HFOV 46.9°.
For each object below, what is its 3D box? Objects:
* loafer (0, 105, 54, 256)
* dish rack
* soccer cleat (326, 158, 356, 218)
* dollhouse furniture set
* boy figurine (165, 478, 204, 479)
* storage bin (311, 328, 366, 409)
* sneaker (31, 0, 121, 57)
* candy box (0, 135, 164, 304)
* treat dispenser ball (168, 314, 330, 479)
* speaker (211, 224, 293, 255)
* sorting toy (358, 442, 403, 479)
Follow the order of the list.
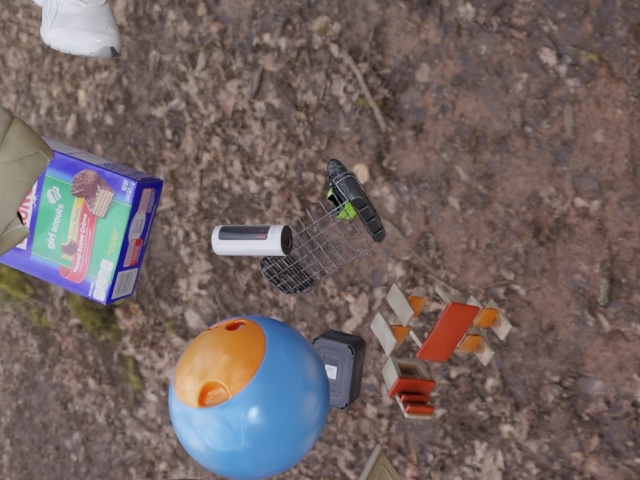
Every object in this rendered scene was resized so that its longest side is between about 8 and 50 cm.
[{"bbox_3d":[-0.369,-0.010,0.805,0.102,0.092,0.269,29,96,59],"label":"loafer"},{"bbox_3d":[0.000,0.000,1.539,0.271,0.208,0.074,-34,52,3],"label":"dish rack"},{"bbox_3d":[0.046,-0.139,1.936,0.060,0.072,0.179,-38,63,43],"label":"soccer cleat"},{"bbox_3d":[0.237,0.230,1.526,0.259,0.261,0.135,-64,32,27],"label":"dollhouse furniture set"},{"bbox_3d":[-0.239,0.554,1.225,0.177,0.092,0.286,-178,91,-77],"label":"boy figurine"},{"bbox_3d":[0.041,0.337,1.933,0.122,0.084,0.180,11,104,24],"label":"storage bin"},{"bbox_3d":[-0.389,-0.390,1.154,0.297,0.110,0.129,52,133,30],"label":"sneaker"},{"bbox_3d":[-0.522,-0.050,1.542,0.317,0.122,0.268,20,99,14],"label":"candy box"},{"bbox_3d":[-0.126,0.279,1.321,0.288,0.288,0.289,-9,78,52],"label":"treat dispenser ball"},{"bbox_3d":[-0.117,0.000,1.278,0.136,0.055,0.055,1,86,23],"label":"speaker"},{"bbox_3d":[0.084,0.504,1.153,0.041,0.307,0.229,-20,107,34],"label":"sorting toy"}]
